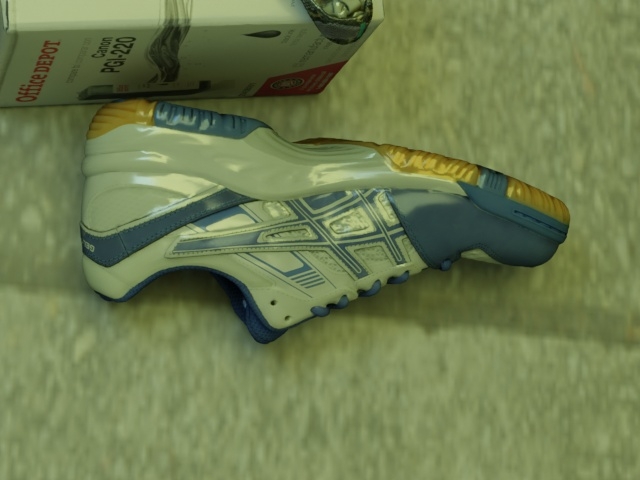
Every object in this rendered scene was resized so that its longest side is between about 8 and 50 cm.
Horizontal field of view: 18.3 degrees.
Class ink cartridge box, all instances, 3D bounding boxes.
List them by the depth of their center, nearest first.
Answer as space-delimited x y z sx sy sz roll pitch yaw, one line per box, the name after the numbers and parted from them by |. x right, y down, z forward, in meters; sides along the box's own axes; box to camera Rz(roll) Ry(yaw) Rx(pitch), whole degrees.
-0.088 -0.143 1.164 0.218 0.158 0.092 -2 78 -15 | ink cartridge box

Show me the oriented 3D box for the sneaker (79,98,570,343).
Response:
0.000 0.000 1.191 0.296 0.112 0.131 9 90 -10 | sneaker

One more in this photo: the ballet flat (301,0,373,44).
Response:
-0.008 -0.160 1.083 0.041 0.041 0.114 -36 92 -20 | ballet flat
